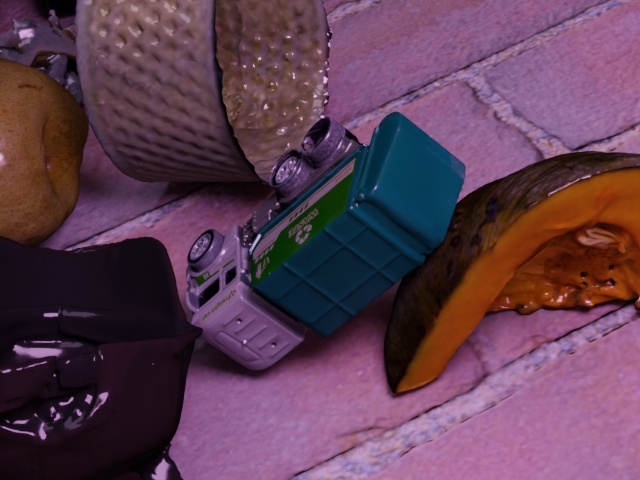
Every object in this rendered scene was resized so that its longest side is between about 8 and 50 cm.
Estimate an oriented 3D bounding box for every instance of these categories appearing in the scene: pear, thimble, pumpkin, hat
[{"bbox_3d":[-0.341,-0.078,1.469,0.211,0.188,0.228,0,26,15],"label":"pear"},{"bbox_3d":[-0.105,-0.181,1.453,0.150,0.271,0.271,0,41,22],"label":"thimble"},{"bbox_3d":[0.172,-0.018,1.223,0.312,0.169,0.148,-21,41,-5],"label":"pumpkin"},{"bbox_3d":[-0.215,0.126,1.233,0.238,0.209,0.336,1,21,-6],"label":"hat"}]

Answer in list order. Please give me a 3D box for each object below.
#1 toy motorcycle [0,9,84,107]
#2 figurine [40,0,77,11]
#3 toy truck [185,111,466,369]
[{"bbox_3d":[-0.344,-0.211,1.701,0.229,0.094,0.130,28,51,11],"label":"toy motorcycle"},{"bbox_3d":[-0.223,-0.383,1.843,0.308,0.143,0.308,-25,7,3],"label":"figurine"},{"bbox_3d":[0.000,0.000,1.240,0.253,0.114,0.124,-41,29,24],"label":"toy truck"}]
